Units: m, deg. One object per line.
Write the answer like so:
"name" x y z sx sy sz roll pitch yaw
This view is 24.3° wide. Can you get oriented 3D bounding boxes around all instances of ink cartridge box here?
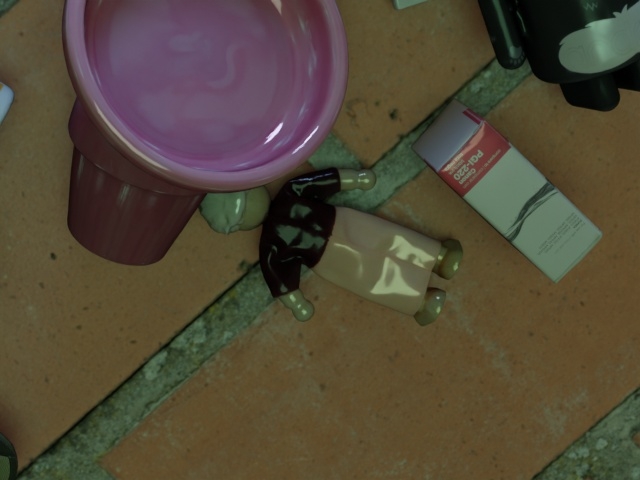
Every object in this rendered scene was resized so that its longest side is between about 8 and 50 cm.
"ink cartridge box" 0.231 -0.063 1.859 0.218 0.158 0.092 40 96 -16

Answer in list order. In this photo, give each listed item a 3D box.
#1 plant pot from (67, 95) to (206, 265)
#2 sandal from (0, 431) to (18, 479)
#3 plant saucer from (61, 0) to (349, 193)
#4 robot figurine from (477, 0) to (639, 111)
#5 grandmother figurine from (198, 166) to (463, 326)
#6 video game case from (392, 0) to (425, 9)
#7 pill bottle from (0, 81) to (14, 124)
"plant pot" -0.217 -0.078 1.784 0.201 0.201 0.180 17 119 -13
"sandal" -0.526 0.243 1.885 0.302 0.086 0.120 13 110 3
"plant saucer" -0.132 -0.211 1.656 0.332 0.084 0.332 6 76 -25
"robot figurine" 0.311 -0.298 1.799 0.173 0.209 0.278 -10 113 34
"grandmother figurine" 0.000 0.000 1.883 0.342 0.104 0.208 25 74 -11
"video game case" 0.138 -0.377 1.813 0.143 0.019 0.157 -20 109 -14
"pill bottle" -0.507 -0.176 1.724 0.272 0.152 0.152 30 100 -15
